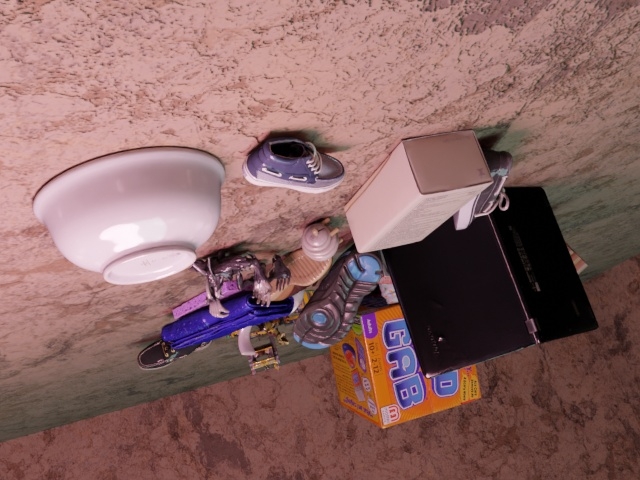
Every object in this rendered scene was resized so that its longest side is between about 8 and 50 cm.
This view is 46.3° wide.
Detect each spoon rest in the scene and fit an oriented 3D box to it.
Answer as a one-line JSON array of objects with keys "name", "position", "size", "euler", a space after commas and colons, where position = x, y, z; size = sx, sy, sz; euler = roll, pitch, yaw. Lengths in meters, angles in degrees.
[{"name": "spoon rest", "position": [-0.149, 0.209, 2.145], "size": [0.137, 0.084, 0.276], "euler": [12, 124, -52]}]

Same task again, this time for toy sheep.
[{"name": "toy sheep", "position": [0.000, 0.000, 1.624], "size": [0.091, 0.091, 0.132], "euler": [-19, 151, 5]}]

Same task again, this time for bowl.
[{"name": "bowl", "position": [-0.277, -0.018, 1.155], "size": [0.298, 0.134, 0.298], "euler": [-16, 165, -4]}]

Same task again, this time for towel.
[{"name": "towel", "position": [-0.243, 0.218, 1.995], "size": [0.308, 0.076, 0.228], "euler": [-21, 166, 28]}]

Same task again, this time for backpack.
[{"name": "backpack", "position": [0.258, 0.120, 2.273], "size": [0.182, 0.115, 0.152], "euler": [-24, 167, 35]}]

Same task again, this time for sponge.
[{"name": "sponge", "position": [-0.276, 0.155, 1.961], "size": [0.210, 0.031, 0.117], "euler": [-27, 162, 33]}]

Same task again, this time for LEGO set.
[{"name": "LEGO set", "position": [-0.125, 0.299, 2.326], "size": [0.331, 0.192, 0.255], "euler": [-14, 164, -12]}]

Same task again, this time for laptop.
[{"name": "laptop", "position": [0.407, 0.091, 1.819], "size": [0.408, 0.382, 0.236], "euler": [-4, 161, -40]}]

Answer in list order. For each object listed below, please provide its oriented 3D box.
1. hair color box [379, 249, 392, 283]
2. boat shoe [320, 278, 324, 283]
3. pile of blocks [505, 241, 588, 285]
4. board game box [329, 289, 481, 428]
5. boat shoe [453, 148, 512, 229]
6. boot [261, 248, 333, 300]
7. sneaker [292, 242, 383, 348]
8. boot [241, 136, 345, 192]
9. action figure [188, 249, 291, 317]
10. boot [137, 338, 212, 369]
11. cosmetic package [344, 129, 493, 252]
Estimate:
[{"name": "hair color box", "position": [0.180, 0.068, 2.040], "size": [0.053, 0.093, 0.167], "euler": [-25, 162, 27]}, {"name": "boat shoe", "position": [0.071, 0.138, 2.144], "size": [0.089, 0.104, 0.285], "euler": [-8, 162, -23]}, {"name": "pile of blocks", "position": [0.584, 0.103, 2.193], "size": [0.362, 0.149, 0.113], "euler": [-26, 146, 29]}, {"name": "board game box", "position": [0.254, 0.358, 2.455], "size": [0.356, 0.356, 0.356], "euler": [-12, -175, -19]}, {"name": "boat shoe", "position": [0.334, -0.107, 1.554], "size": [0.105, 0.113, 0.306], "euler": [-3, 155, 1]}, {"name": "boot", "position": [-0.027, 0.068, 1.892], "size": [0.248, 0.090, 0.207], "euler": [-33, 173, 32]}, {"name": "sneaker", "position": [0.052, 0.136, 1.869], "size": [0.341, 0.125, 0.139], "euler": [-51, -169, 27]}, {"name": "boot", "position": [-0.023, -0.121, 1.185], "size": [0.190, 0.069, 0.086], "euler": [-4, 163, -35]}, {"name": "action figure", "position": [-0.176, 0.092, 1.649], "size": [0.164, 0.141, 0.276], "euler": [-12, 171, 29]}, {"name": "boot", "position": [-0.432, 0.301, 2.211], "size": [0.236, 0.085, 0.178], "euler": [-20, 164, -16]}, {"name": "cosmetic package", "position": [0.178, -0.086, 1.454], "size": [0.160, 0.113, 0.309], "euler": [-11, 163, -23]}]
